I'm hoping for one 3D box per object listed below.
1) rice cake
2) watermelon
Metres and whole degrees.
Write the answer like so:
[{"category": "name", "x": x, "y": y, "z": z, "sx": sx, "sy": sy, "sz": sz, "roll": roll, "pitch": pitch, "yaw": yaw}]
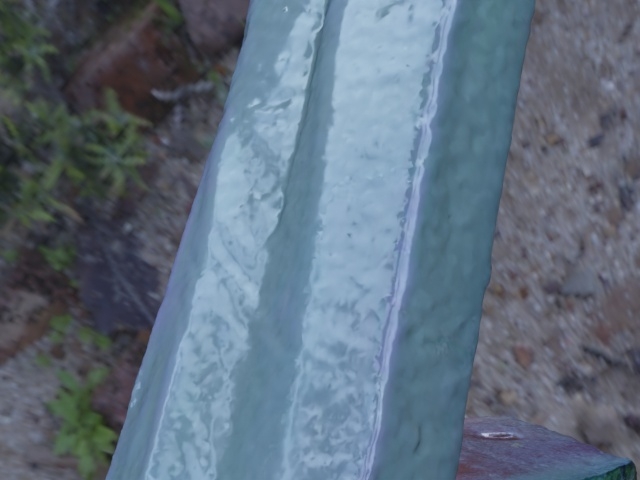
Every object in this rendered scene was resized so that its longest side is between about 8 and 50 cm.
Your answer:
[{"category": "rice cake", "x": 0.001, "y": -0.001, "z": 0.402, "sx": 0.080, "sy": 0.042, "sz": 0.222, "roll": -7, "pitch": 62, "yaw": 42}, {"category": "watermelon", "x": 0.039, "y": 0.084, "z": 0.502, "sx": 0.072, "sy": 0.092, "sz": 0.084, "roll": 27, "pitch": 74, "yaw": 26}]
